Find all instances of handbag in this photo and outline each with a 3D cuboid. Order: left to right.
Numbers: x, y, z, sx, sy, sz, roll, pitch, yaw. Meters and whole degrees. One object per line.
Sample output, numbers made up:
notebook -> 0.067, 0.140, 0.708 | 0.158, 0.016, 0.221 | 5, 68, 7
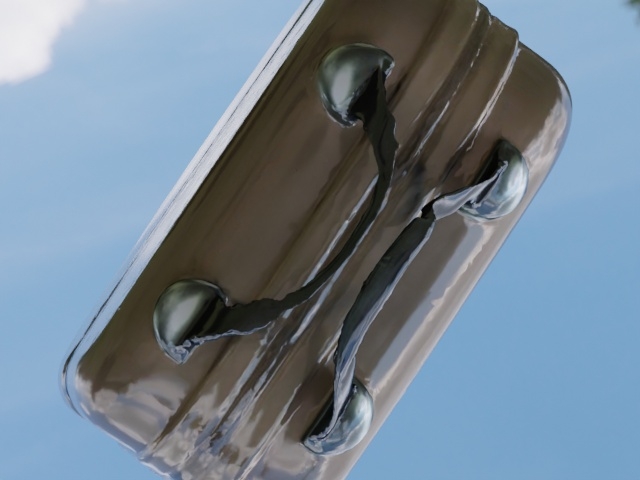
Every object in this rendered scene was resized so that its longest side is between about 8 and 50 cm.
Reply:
handbag -> 0.000, 0.000, 0.885 | 0.302, 0.149, 0.283 | -54, -169, -3
